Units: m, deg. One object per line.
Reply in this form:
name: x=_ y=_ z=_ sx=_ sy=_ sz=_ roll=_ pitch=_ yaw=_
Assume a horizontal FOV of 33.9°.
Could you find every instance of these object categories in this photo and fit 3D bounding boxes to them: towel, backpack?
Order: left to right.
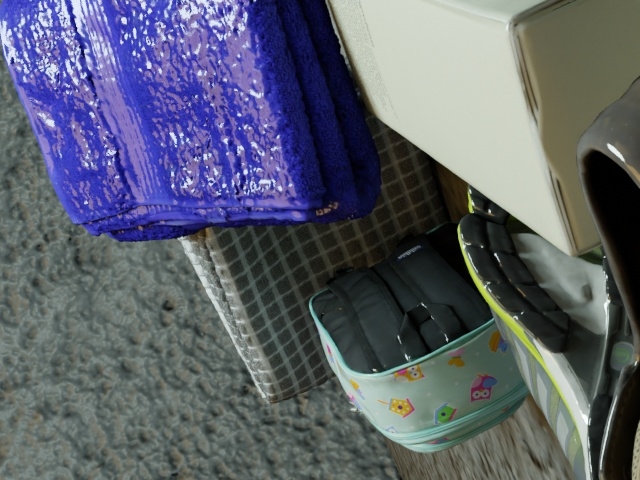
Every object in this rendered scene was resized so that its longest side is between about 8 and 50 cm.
towel: x=-0.112 y=-0.103 z=0.748 sx=0.308 sy=0.076 sz=0.227 roll=-4 pitch=113 yaw=46
towel: x=0.000 y=0.000 z=0.973 sx=0.121 sy=0.235 sz=0.283 roll=53 pitch=168 yaw=50
backpack: x=0.091 y=0.086 z=0.853 sx=0.188 sy=0.166 sz=0.144 roll=-127 pitch=13 yaw=-74

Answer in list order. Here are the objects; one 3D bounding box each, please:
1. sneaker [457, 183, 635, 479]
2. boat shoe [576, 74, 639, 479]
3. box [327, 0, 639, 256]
sneaker: x=0.176 y=0.093 z=0.584 sx=0.121 sy=0.111 sz=0.300 roll=57 pitch=-169 yaw=-65
boat shoe: x=0.168 y=0.077 z=0.391 sx=0.132 sy=0.130 sz=0.355 roll=-129 pitch=16 yaw=-65
box: x=0.089 y=-0.100 z=0.535 sx=0.113 sy=0.094 sz=0.275 roll=68 pitch=172 yaw=-26
